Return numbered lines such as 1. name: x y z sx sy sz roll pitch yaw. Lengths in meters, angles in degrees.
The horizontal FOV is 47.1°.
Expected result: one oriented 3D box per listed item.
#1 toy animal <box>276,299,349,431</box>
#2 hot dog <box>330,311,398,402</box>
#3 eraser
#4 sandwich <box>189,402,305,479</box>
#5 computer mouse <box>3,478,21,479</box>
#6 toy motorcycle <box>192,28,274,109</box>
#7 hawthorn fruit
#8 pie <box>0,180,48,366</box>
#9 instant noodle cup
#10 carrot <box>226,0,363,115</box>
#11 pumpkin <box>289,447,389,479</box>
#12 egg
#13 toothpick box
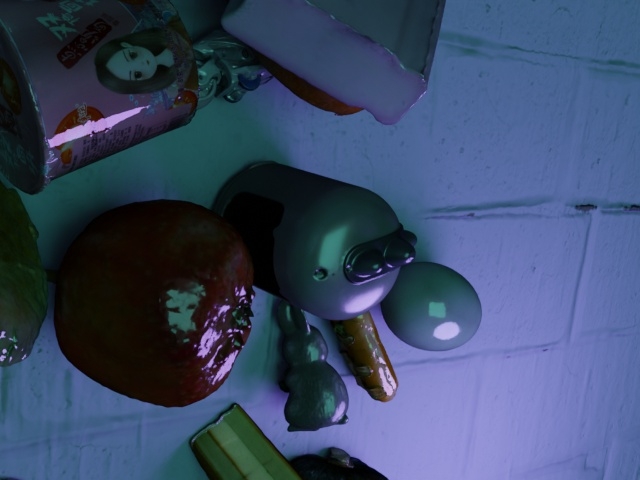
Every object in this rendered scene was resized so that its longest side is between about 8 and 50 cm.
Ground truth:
1. toy animal: -0.015 0.220 1.316 0.108 0.138 0.236 1 88 -66
2. hot dog: 0.073 0.197 1.370 0.072 0.109 0.269 -32 116 -15
3. eraser: 0.044 -0.370 1.031 0.272 0.122 0.359 27 52 -16
4. sandwich: -0.112 0.397 1.250 0.117 0.187 0.144 -38 127 -22
5. computer mouse: -0.501 0.395 1.049 0.182 0.056 0.089 6 95 -36
6. toy motorcycle: -0.125 -0.273 1.116 0.254 0.113 0.112 -28 117 -33
7. hawthorn fruit: -0.256 0.075 1.024 0.331 0.287 0.286 10 99 7
8. pie: -0.414 0.008 0.858 0.071 0.306 0.306 -26 120 2
9. instant noodle cup: -0.299 -0.205 0.924 0.231 0.243 0.242 -26 116 -35
10. carrot: -0.011 -0.324 1.108 0.307 0.100 0.258 34 49 -17
11. pumpkin: 0.046 0.553 1.395 0.293 0.197 0.263 10 94 -39
12. egg: 0.215 0.129 1.414 0.231 0.168 0.167 23 89 -41
13. toothpick box: 0.000 0.000 1.134 0.229 0.316 0.228 -11 109 -34
